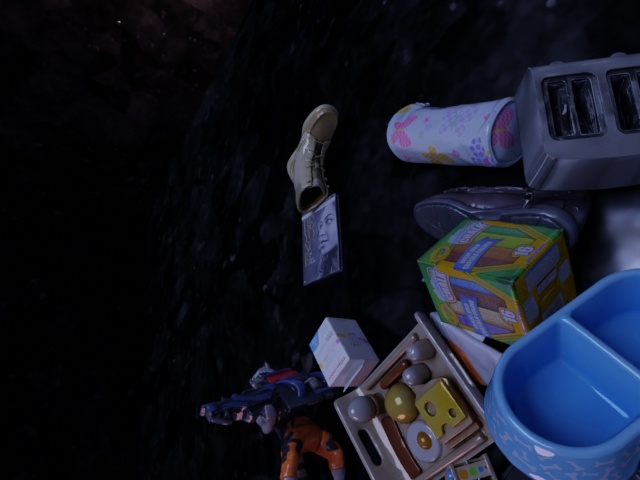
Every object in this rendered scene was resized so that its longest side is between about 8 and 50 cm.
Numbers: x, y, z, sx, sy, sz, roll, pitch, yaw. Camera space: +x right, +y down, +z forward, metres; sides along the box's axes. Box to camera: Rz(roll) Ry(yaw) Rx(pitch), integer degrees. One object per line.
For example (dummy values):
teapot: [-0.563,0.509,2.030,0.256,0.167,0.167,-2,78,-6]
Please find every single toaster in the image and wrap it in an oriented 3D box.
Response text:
toaster: [0.362,-0.152,0.587,0.168,0.110,0.185,-3,72,13]

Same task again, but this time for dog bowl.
dog bowl: [0.321,0.141,0.487,0.297,0.074,0.166,-34,43,-5]

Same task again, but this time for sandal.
sandal: [0.274,0.180,0.687,0.265,0.076,0.102,31,144,66]

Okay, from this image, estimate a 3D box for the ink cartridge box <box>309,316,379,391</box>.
ink cartridge box: [0.054,0.257,0.977,0.092,0.090,0.143,-60,38,24]

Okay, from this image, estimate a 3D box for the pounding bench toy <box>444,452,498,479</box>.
pounding bench toy: [0.220,0.360,0.649,0.083,0.065,0.052,77,177,-54]

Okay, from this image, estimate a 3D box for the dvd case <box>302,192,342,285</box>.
dvd case: [0.000,0.000,1.209,0.164,0.018,0.221,-29,56,48]

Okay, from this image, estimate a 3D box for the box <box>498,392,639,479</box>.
box: [0.345,0.344,0.490,0.270,0.060,0.216,-122,34,-46]

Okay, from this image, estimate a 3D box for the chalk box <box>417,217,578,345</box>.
chalk box: [0.250,0.054,0.674,0.132,0.132,0.213,-38,27,-24]

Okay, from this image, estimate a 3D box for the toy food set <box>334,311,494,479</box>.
toy food set: [0.150,0.303,0.764,0.219,0.092,0.306,58,133,33]

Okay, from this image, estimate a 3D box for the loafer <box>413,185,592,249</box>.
loafer: [0.296,-0.043,0.742,0.095,0.109,0.302,-40,26,-22]

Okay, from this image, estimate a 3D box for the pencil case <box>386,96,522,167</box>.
pencil case: [0.251,-0.204,0.825,0.124,0.113,0.273,-57,33,-6]

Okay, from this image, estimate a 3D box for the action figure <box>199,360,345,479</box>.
action figure: [-0.096,0.414,0.938,0.330,0.341,0.178,58,133,43]

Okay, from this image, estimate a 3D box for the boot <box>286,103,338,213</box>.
boot: [-0.012,-0.225,1.218,0.262,0.095,0.203,-55,33,36]
